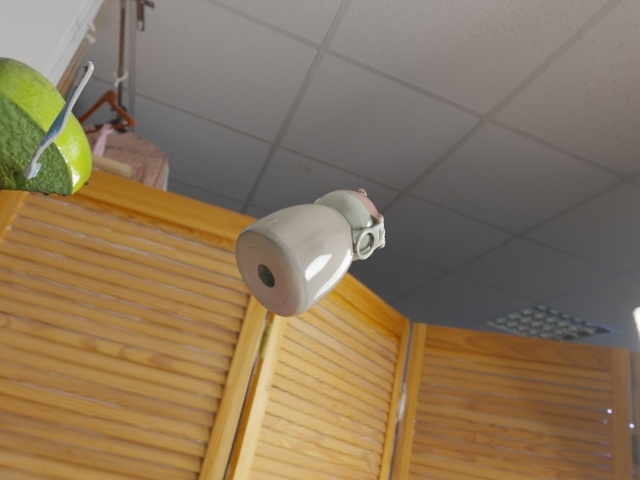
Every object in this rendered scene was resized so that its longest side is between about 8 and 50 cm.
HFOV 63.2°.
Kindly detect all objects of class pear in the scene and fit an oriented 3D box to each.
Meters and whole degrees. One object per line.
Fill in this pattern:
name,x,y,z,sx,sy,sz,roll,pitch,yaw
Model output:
pear,-0.604,-0.226,1.024,0.292,0.159,0.292,2,-53,3

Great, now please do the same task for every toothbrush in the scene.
toothbrush,-0.286,-0.127,0.565,0.014,0.017,0.162,43,-65,2

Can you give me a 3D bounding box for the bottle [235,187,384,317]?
bottle,0.000,0.000,0.800,0.147,0.236,0.147,28,-45,33
